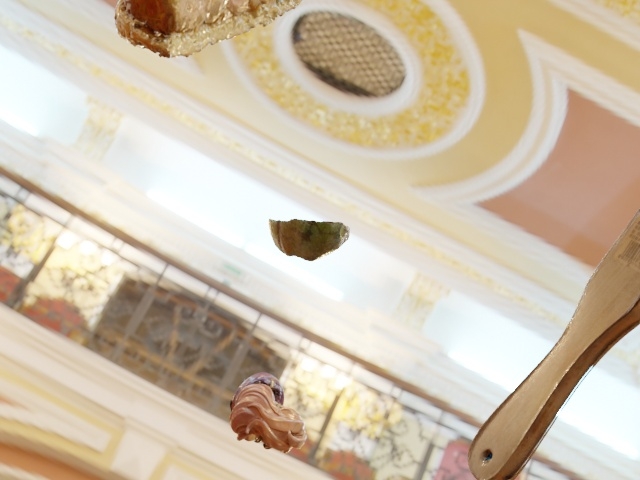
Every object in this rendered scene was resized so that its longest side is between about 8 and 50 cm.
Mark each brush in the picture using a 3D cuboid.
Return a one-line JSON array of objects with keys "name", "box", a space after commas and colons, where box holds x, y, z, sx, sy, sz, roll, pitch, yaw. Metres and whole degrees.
[{"name": "brush", "box": [0.238, 0.075, 0.955, 0.065, 0.327, 0.070, 30, 11, -31]}]

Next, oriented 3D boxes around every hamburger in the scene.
[{"name": "hamburger", "box": [-0.110, -0.269, 1.132, 0.131, 0.262, 0.124, 18, -61, 26]}]

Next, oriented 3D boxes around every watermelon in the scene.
[{"name": "watermelon", "box": [0.000, 0.000, 1.961, 0.139, 0.071, 0.187, 2, 1, -41]}]

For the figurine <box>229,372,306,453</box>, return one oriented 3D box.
[{"name": "figurine", "box": [-0.094, 0.305, 1.983, 0.114, 0.157, 0.126, 7, -65, -27]}]
